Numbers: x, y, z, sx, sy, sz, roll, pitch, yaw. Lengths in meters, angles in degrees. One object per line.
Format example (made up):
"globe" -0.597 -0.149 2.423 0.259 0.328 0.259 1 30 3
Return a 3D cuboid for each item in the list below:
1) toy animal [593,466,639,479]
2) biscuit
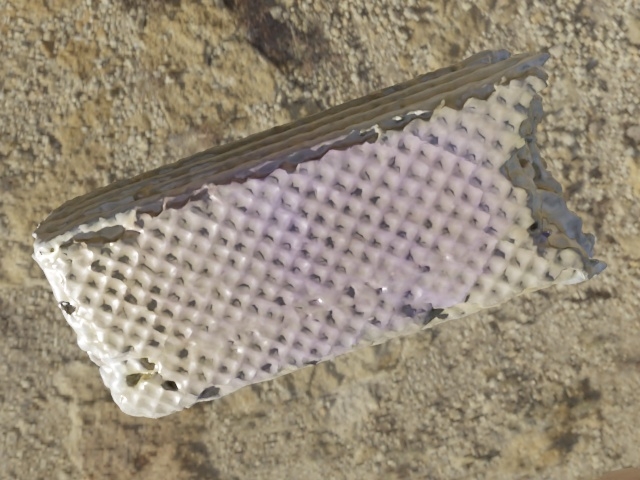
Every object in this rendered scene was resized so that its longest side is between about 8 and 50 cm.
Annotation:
"toy animal" 0.155 0.219 0.426 0.248 0.165 0.149 -41 144 -26
"biscuit" 0.000 0.000 0.385 0.238 0.062 0.108 -18 114 7
